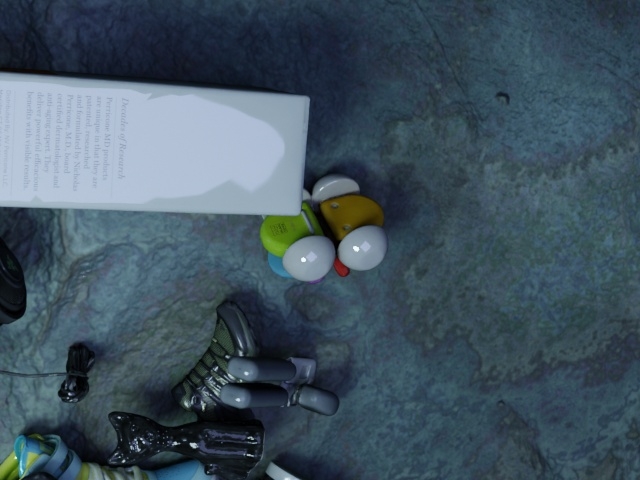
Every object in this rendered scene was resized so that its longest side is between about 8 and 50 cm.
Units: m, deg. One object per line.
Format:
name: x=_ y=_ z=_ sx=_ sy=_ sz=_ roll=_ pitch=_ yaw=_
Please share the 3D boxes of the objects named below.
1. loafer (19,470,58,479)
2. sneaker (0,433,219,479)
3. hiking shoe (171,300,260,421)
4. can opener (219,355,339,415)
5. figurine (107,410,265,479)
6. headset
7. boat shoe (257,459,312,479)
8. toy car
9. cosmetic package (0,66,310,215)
loafer: x=-0.334 y=0.403 z=1.546 sx=0.076 sy=0.078 sz=0.223 roll=-19 pitch=110 yaw=-8
sneaker: x=-0.307 y=0.333 z=1.638 sx=0.319 sy=0.127 sz=0.208 roll=-23 pitch=109 yaw=-16
hiking shoe: x=-0.152 y=0.199 z=1.692 sx=0.114 sy=0.086 sz=0.227 roll=-3 pitch=102 yaw=-24
can opener: x=-0.050 y=0.200 z=1.659 sx=0.280 sy=0.093 sz=0.074 roll=20 pitch=85 yaw=-66
figurine: x=-0.191 y=0.339 z=1.602 sx=0.209 sy=0.092 sz=0.215 roll=9 pitch=70 yaw=-18
headset: x=-0.463 y=0.086 z=1.525 sx=0.394 sy=0.185 sz=0.243 roll=37 pitch=109 yaw=-16
boat shoe: x=0.027 y=0.438 z=1.798 sx=0.302 sy=0.114 sz=0.091 roll=32 pitch=87 yaw=-11
toy car: x=0.000 y=0.000 z=1.697 sx=0.182 sy=0.159 sz=0.136 roll=-11 pitch=140 yaw=-19
cosmetic package: x=-0.266 y=-0.128 z=1.510 sx=0.453 sy=0.230 sz=0.162 roll=2 pitch=99 yaw=-22
